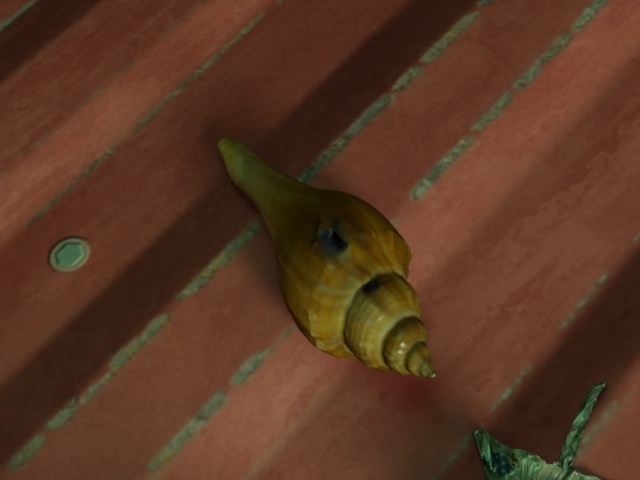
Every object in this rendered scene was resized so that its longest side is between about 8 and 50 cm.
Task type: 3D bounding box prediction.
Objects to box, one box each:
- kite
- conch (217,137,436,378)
[{"bbox_3d":[0.169,0.162,0.832,0.139,0.011,0.156,20,62,21],"label":"kite"},{"bbox_3d":[-0.001,-0.003,0.936,0.109,0.093,0.330,-34,53,-5],"label":"conch"}]
